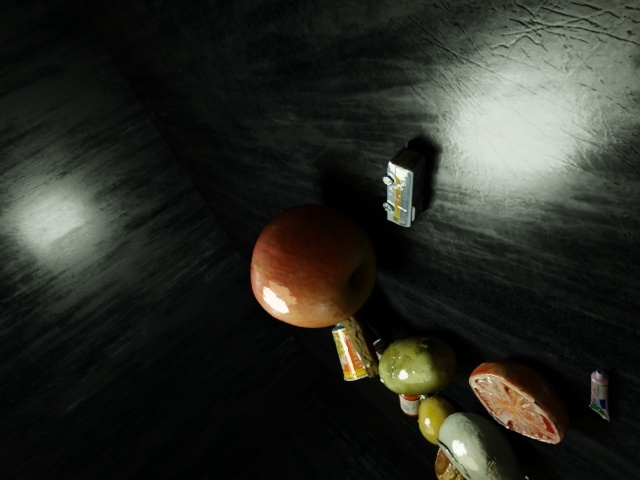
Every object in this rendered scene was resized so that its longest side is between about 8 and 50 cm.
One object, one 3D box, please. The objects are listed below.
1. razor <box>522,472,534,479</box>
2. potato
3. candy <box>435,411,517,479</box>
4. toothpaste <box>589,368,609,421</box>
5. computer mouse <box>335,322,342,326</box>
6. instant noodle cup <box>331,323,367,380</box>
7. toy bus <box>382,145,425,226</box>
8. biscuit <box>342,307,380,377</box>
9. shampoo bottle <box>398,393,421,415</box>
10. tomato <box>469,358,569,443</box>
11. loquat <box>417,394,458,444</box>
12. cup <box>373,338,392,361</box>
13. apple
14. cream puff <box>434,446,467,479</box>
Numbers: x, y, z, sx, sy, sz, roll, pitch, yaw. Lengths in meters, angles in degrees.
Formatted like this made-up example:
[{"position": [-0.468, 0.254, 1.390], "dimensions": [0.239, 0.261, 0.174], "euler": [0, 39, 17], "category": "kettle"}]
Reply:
[{"position": [0.698, 0.758, 1.358], "dimensions": [0.082, 0.042, 0.253], "euler": [48, 161, 16], "category": "razor"}, {"position": [0.293, 0.373, 1.358], "dimensions": [0.307, 0.210, 0.173], "euler": [132, 124, -69], "category": "potato"}, {"position": [0.507, 0.665, 1.419], "dimensions": [0.295, 0.185, 0.295], "euler": [42, 176, 4], "category": "candy"}, {"position": [0.545, 0.299, 0.876], "dimensions": [0.045, 0.028, 0.170], "euler": [40, 164, 50], "category": "toothpaste"}, {"position": [0.141, 0.424, 2.034], "dimensions": [0.229, 0.068, 0.113], "euler": [55, -177, -25], "category": "computer mouse"}, {"position": [0.148, 0.449, 1.887], "dimensions": [0.212, 0.193, 0.193], "euler": [68, 162, 2], "category": "instant noodle cup"}, {"position": [0.178, -0.108, 0.945], "dimensions": [0.075, 0.064, 0.190], "euler": [28, 153, 27], "category": "toy bus"}, {"position": [0.127, 0.290, 1.630], "dimensions": [0.394, 0.076, 0.368], "euler": [47, -162, -81], "category": "biscuit"}, {"position": [0.359, 0.598, 1.772], "dimensions": [0.104, 0.104, 0.278], "euler": [39, 158, 36], "category": "shampoo bottle"}, {"position": [0.478, 0.370, 1.068], "dimensions": [0.237, 0.095, 0.236], "euler": [41, 156, 22], "category": "tomato"}, {"position": [0.425, 0.644, 1.630], "dimensions": [0.172, 0.149, 0.204], "euler": [46, -165, -54], "category": "loquat"}, {"position": [0.257, 0.450, 1.791], "dimensions": [0.099, 0.074, 0.102], "euler": [52, 162, 1], "category": "cup"}, {"position": [-0.011, 0.078, 1.301], "dimensions": [0.364, 0.364, 0.364], "euler": [45, 161, 20], "category": "apple"}, {"position": [0.574, 0.914, 1.814], "dimensions": [0.169, 0.183, 0.183], "euler": [25, 160, 0], "category": "cream puff"}]
